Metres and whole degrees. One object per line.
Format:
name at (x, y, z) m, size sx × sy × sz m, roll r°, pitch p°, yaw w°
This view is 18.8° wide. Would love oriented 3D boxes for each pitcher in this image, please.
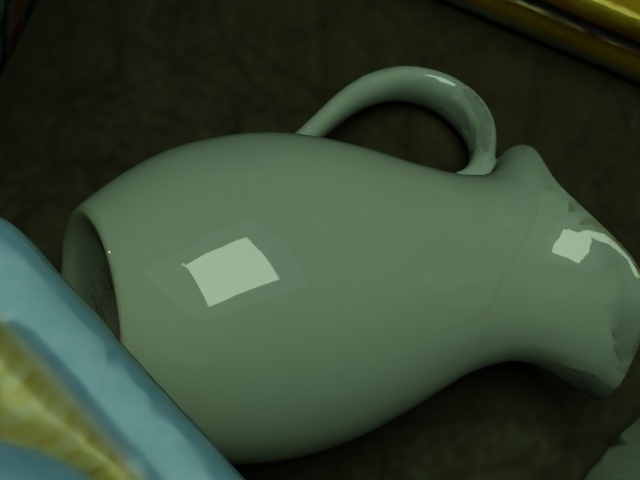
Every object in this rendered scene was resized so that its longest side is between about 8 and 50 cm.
pitcher at (0.000, 0.000, 0.771) m, size 0.207 × 0.125 × 0.178 m, roll -7°, pitch 46°, yaw -23°

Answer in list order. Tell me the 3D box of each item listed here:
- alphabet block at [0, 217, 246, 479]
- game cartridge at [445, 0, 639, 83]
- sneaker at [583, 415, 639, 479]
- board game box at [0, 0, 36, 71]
alphabet block at (-0.119, 0.146, 0.634) m, size 0.193 × 0.197 × 0.192 m, roll -37°, pitch 77°, yaw -21°
game cartridge at (0.161, -0.230, 0.924) m, size 0.285 × 0.053 × 0.324 m, roll 23°, pitch 66°, yaw 2°
sneaker at (0.129, 0.151, 0.746) m, size 0.094 × 0.080 × 0.212 m, roll 35°, pitch 72°, yaw -6°
board game box at (-0.134, -0.150, 0.696) m, size 0.046 × 0.317 × 0.214 m, roll 20°, pitch 65°, yaw 1°
